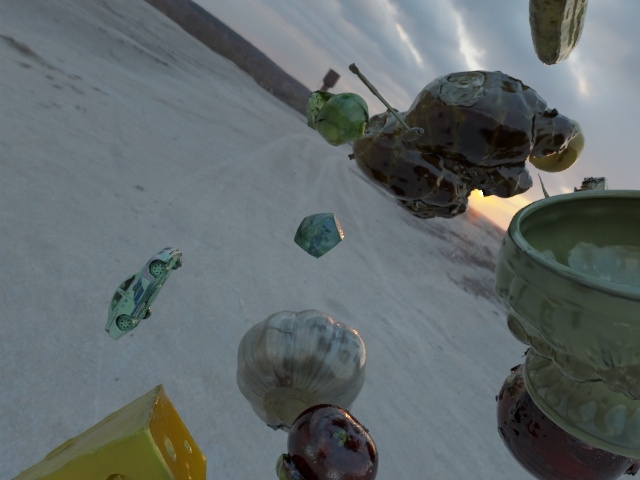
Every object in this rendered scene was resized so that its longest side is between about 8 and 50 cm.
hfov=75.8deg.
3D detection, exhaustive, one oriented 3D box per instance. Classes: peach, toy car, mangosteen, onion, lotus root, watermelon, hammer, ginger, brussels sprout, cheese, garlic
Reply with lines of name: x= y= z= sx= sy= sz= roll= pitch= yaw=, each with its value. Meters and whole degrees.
peach: x=0.740 y=-0.305 z=1.305 sx=0.103 sy=0.179 sz=0.179 roll=2 pitch=33 yaw=-33
toy car: x=-0.379 y=0.103 z=0.870 sx=0.076 sy=0.224 sz=0.090 roll=33 pitch=7 yaw=-1
mangosteen: x=-0.004 y=0.342 z=0.637 sx=0.156 sy=0.181 sz=0.145 roll=49 pitch=4 yaw=-30
onion: x=0.480 y=0.336 z=0.794 sx=0.276 sy=0.276 sz=0.276 roll=33 pitch=16 yaw=-11
lotus root: x=0.438 y=-0.435 z=0.759 sx=0.097 sy=0.110 sz=0.258 roll=56 pitch=1 yaw=34
watermelon: x=0.003 y=-0.002 z=0.764 sx=0.072 sy=0.085 sz=0.092 roll=40 pitch=42 yaw=-44
hammer: x=0.074 y=-0.156 z=0.468 sx=0.123 sy=0.029 sz=0.014 roll=37 pitch=54 yaw=-32
ginger: x=0.248 y=-0.158 z=0.743 sx=0.274 sy=0.358 sz=0.152 roll=51 pitch=35 yaw=-21
brussels sprout: x=0.013 y=-0.122 z=0.406 sx=0.046 sy=0.050 sz=0.083 roll=31 pitch=4 yaw=-32
cheese: x=-0.185 y=0.207 z=0.315 sx=0.093 sy=0.171 sz=0.126 roll=64 pitch=-15 yaw=-3
garlic: x=-0.045 y=0.289 z=0.936 sx=0.322 sy=0.321 sz=0.241 roll=29 pitch=12 yaw=-25

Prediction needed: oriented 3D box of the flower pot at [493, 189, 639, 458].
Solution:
flower pot: x=0.367 y=0.096 z=0.486 sx=0.308 sy=0.243 sz=0.307 roll=-7 pitch=24 yaw=3

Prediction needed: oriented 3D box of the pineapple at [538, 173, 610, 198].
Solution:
pineapple: x=0.602 y=-0.005 z=0.946 sx=0.159 sy=0.161 sz=0.334 roll=2 pitch=-27 yaw=36
